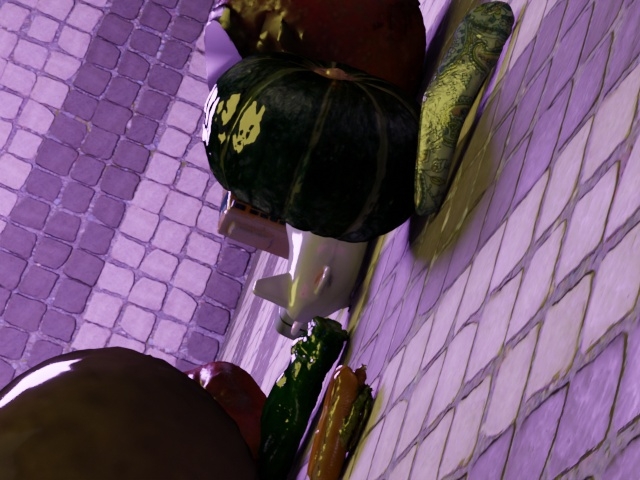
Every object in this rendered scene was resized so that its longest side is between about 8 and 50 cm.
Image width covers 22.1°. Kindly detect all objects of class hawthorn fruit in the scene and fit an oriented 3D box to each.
[{"bbox_3d":[-0.011,-0.249,2.171,0.316,0.316,0.316,-158,90,-85],"label":"hawthorn fruit"},{"bbox_3d":[-0.145,0.263,2.134,0.202,0.185,0.185,85,-162,-51],"label":"hawthorn fruit"}]

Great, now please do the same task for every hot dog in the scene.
[{"bbox_3d":[0.020,0.179,1.549,0.056,0.041,0.133,-116,41,-83],"label":"hot dog"}]

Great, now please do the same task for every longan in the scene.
[{"bbox_3d":[-0.248,0.330,1.820,0.436,0.404,0.404,-54,-3,-32],"label":"longan"}]

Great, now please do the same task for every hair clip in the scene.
[{"bbox_3d":[0.133,-0.134,1.611,0.036,0.066,0.229,24,-96,-52],"label":"hair clip"}]

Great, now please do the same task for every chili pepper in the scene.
[{"bbox_3d":[-0.034,0.193,1.878,0.098,0.061,0.224,-102,36,-68],"label":"chili pepper"}]

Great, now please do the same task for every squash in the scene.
[{"bbox_3d":[-0.002,-0.103,1.742,0.252,0.252,0.165,-84,10,-72],"label":"squash"}]

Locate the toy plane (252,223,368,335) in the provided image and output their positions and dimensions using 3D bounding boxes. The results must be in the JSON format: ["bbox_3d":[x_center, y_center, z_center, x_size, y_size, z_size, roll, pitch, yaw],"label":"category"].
[{"bbox_3d":[0.004,0.002,1.986,0.252,0.118,0.252,-155,90,-85],"label":"toy plane"}]

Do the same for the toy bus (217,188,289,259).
[{"bbox_3d":[-0.061,-0.032,2.388,0.091,0.182,0.103,121,167,-58],"label":"toy bus"}]

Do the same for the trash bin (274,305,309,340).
[{"bbox_3d":[-0.010,0.054,2.197,0.116,0.059,0.130,-78,13,-53],"label":"trash bin"}]
